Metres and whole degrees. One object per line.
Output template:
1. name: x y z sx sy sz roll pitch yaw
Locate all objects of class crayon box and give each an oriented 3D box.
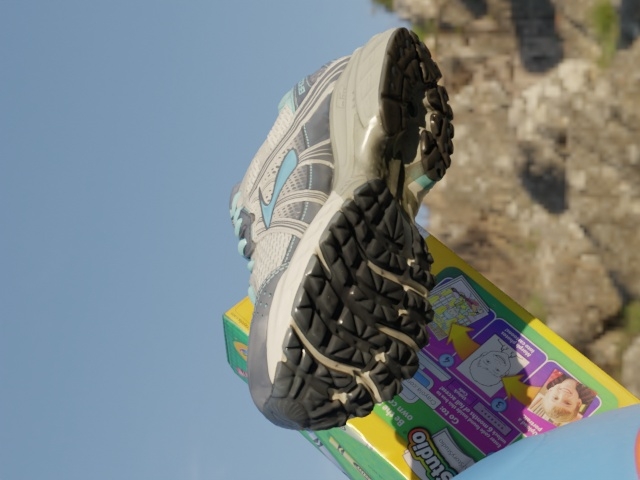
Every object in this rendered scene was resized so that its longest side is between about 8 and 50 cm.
1. crayon box: 0.081 0.109 1.047 0.165 0.278 0.081 -38 -28 -23

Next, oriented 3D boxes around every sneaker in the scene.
1. sneaker: 0.000 0.000 0.865 0.110 0.122 0.283 50 -139 -32

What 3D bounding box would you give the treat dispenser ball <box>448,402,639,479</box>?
1. treat dispenser ball: 0.110 0.178 0.332 0.288 0.288 0.288 2 -90 -72
